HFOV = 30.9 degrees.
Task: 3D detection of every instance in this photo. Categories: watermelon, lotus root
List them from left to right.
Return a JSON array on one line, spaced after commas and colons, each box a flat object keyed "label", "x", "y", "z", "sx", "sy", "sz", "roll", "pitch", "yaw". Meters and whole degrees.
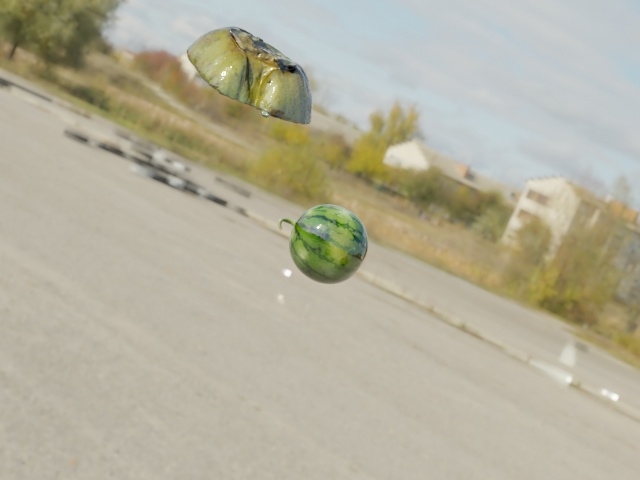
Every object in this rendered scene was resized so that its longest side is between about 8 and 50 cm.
[{"label": "lotus root", "x": -0.088, "y": -0.246, "z": 1.636, "sx": 0.183, "sy": 0.078, "sz": 0.203, "roll": 9, "pitch": 29, "yaw": -42}, {"label": "watermelon", "x": 0.006, "y": 0.002, "z": 1.431, "sx": 0.109, "sy": 0.109, "sz": 0.109, "roll": 24, "pitch": 3, "yaw": -1}]
